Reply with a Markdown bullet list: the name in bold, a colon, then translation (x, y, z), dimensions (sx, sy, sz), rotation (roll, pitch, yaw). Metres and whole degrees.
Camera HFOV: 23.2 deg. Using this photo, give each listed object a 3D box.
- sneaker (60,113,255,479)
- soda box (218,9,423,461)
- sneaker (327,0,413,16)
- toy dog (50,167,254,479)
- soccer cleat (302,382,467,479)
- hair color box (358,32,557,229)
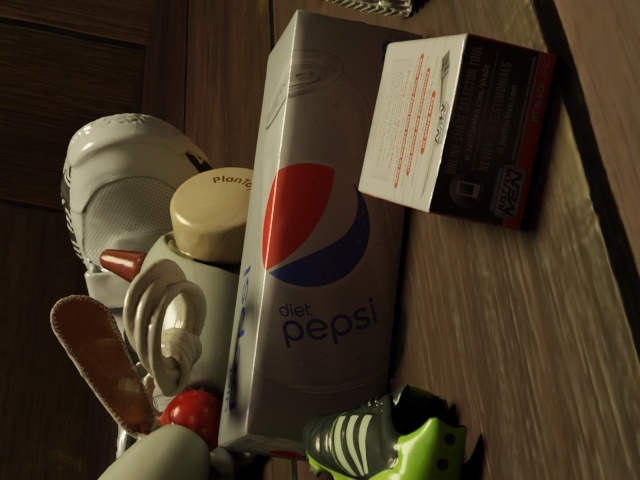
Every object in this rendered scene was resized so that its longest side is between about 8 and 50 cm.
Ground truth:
- **sneaker**: translation (-0.129, 0.077, 1.341), dimensions (0.210, 0.137, 0.366), rotation (-107, 6, -46)
- **soda box**: translation (0.000, 0.000, 1.038), dimensions (0.098, 0.091, 0.286), rotation (141, 137, -72)
- **sneaker**: translation (0.023, -0.258, 0.988), dimensions (0.293, 0.102, 0.146), rotation (63, -136, -77)
- **toy dog**: translation (-0.125, 0.080, 1.127), dimensions (0.334, 0.161, 0.220), rotation (-46, -45, -64)
- **soccer cleat**: translation (0.038, 0.113, 0.869), dimensions (0.072, 0.060, 0.179), rotation (-70, 18, -1)
- **hair color box**: translation (0.070, -0.061, 0.853), dimensions (0.167, 0.053, 0.093), rotation (-149, 71, -79)
